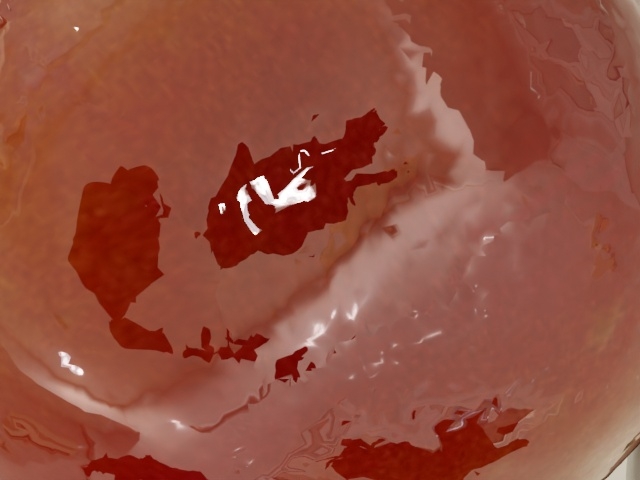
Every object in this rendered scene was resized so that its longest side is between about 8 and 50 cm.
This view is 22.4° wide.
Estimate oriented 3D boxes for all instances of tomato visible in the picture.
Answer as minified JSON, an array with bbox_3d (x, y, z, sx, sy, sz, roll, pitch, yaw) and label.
[{"bbox_3d":[0.000,0.000,0.506,0.226,0.298,0.298,41,104,7],"label":"tomato"}]

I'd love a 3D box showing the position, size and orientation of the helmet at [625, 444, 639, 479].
[{"bbox_3d":[0.314,0.137,1.025,0.230,0.337,0.385,5,98,-1],"label":"helmet"}]
